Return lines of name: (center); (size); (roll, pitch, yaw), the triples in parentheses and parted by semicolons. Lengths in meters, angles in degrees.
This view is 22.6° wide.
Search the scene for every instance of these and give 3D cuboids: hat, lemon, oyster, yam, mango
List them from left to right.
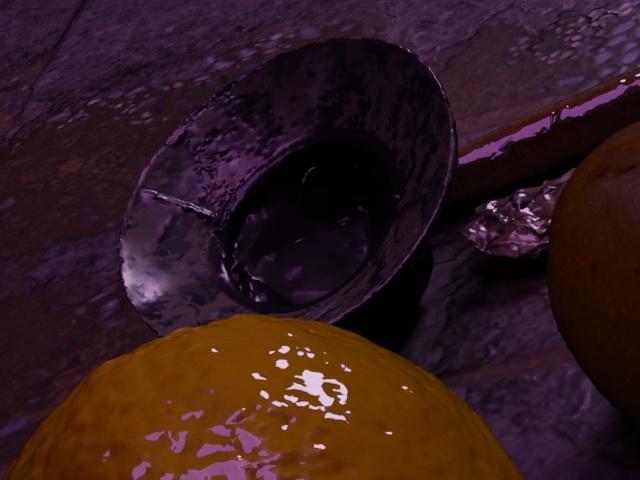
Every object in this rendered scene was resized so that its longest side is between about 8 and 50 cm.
lemon: (-0.018, 0.170, 0.673); (0.253, 0.253, 0.310); (-25, 44, -1)
hat: (0.000, 0.000, 1.079); (0.266, 0.128, 0.265); (-19, 42, 18)
yam: (0.173, -0.078, 1.166); (0.264, 0.046, 0.046); (-23, 28, -1)
oyster: (0.188, -0.039, 1.071); (0.200, 0.061, 0.106); (-23, 27, 2)
mango: (0.239, 0.033, 0.803); (0.176, 0.176, 0.329); (11, 9, -29)
